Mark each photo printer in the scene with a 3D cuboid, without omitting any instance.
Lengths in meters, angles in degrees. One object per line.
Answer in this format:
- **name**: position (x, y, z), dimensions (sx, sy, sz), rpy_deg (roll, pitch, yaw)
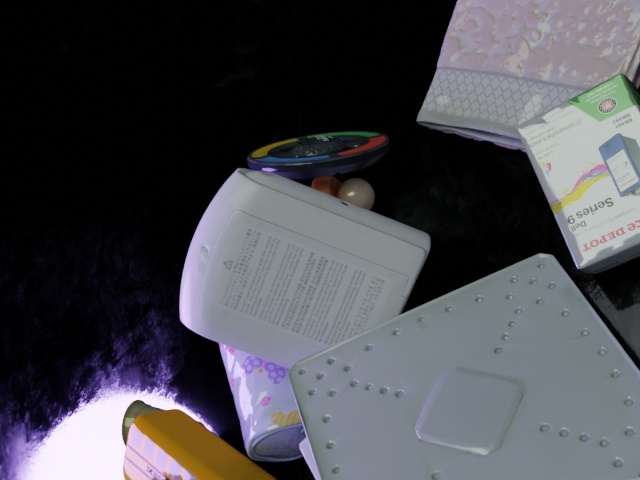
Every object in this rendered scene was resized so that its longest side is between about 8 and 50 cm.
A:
- **photo printer**: position (-0.034, 0.053, 1.350), dimensions (0.107, 0.307, 0.256), rpy_deg (-86, 17, -76)

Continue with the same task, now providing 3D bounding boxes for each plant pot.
- **plant pot**: position (-0.267, 0.304, 1.567), dimensions (0.079, 0.083, 0.083), rpy_deg (1, 67, 23)

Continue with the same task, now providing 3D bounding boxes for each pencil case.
- **pencil case**: position (-0.082, 0.196, 1.452), dimensions (0.124, 0.113, 0.273), rpy_deg (-50, 44, 32)

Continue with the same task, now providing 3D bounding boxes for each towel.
- **towel**: position (0.320, -0.287, 1.417), dimensions (0.331, 0.053, 0.317), rpy_deg (19, 89, 40)

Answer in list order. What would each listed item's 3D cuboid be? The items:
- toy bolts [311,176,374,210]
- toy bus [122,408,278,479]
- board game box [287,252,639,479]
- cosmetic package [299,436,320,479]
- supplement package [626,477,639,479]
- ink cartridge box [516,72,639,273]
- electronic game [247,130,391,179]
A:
- **toy bolts**: position (0.000, 0.000, 1.453), dimensions (0.158, 0.218, 0.229), rpy_deg (-20, 74, 22)
- **toy bus**: position (-0.149, 0.374, 1.389), dimensions (0.332, 0.108, 0.130), rpy_deg (24, 107, 42)
- **board game box**: position (0.184, 0.217, 1.159), dimensions (0.390, 0.050, 0.390), rpy_deg (-24, 38, 1)
- **cosmetic package**: position (0.075, 0.346, 1.262), dimensions (0.085, 0.117, 0.231), rpy_deg (-42, 48, 12)
- **supplement package**: position (0.423, 0.333, 0.912), dimensions (0.199, 0.262, 0.198), rpy_deg (-20, 57, 27)
- **ink cartridge box**: position (0.371, -0.082, 1.244), dimensions (0.154, 0.093, 0.212), rpy_deg (-26, 74, 24)
- **electronic game**: position (-0.003, -0.141, 1.524), dimensions (0.229, 0.229, 0.048), rpy_deg (5, 110, 38)
